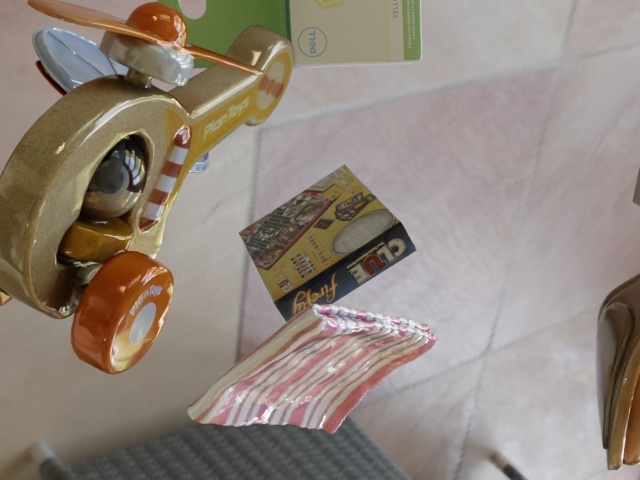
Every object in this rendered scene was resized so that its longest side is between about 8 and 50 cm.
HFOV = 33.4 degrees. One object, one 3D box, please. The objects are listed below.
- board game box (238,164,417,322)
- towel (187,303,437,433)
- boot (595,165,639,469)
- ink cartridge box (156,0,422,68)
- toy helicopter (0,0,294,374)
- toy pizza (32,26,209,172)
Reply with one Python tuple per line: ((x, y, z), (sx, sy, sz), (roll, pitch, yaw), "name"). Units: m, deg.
((0.000, 0.000, 1.256), (0.165, 0.243, 0.042), (-32, 113, -1), "board game box")
((0.000, 0.111, 0.885), (0.144, 0.029, 0.197), (-42, 151, 21), "towel")
((0.316, 0.053, 0.743), (0.220, 0.109, 0.284), (8, 110, 2), "boot")
((-0.030, -0.241, 0.957), (0.235, 0.056, 0.171), (-4, 98, -10), "ink cartridge box")
((-0.115, -0.088, 0.776), (0.355, 0.140, 0.235), (-47, 155, -50), "toy helicopter")
((-0.189, -0.125, 1.000), (0.032, 0.201, 0.201), (-48, 142, 14), "toy pizza")
